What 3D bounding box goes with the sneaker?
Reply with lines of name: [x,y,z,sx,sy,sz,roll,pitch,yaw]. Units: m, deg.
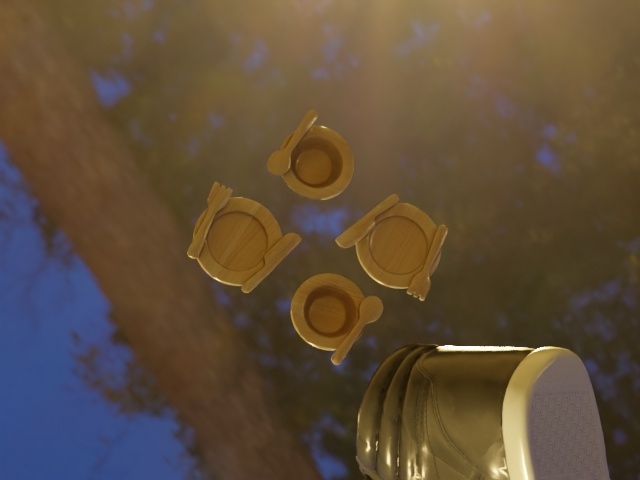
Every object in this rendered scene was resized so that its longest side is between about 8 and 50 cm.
sneaker: [0.106,0.185,1.265,0.147,0.295,0.104,14,-146,40]

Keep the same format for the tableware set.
tableware set: [0.000,0.000,1.409,0.141,0.169,0.020,-50,179,-18]
